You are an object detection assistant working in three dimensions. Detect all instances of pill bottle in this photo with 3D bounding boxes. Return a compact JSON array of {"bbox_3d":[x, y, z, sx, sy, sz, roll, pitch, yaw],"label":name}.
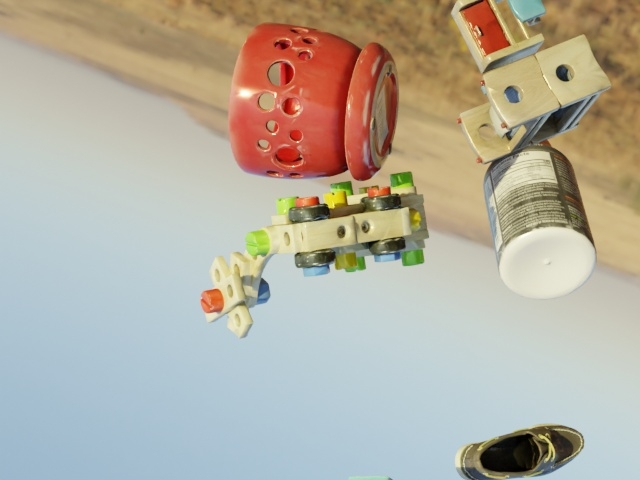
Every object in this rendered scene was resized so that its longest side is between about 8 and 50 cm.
[{"bbox_3d":[0.293,-0.045,1.793,0.130,0.130,0.245,20,-143,-17],"label":"pill bottle"}]

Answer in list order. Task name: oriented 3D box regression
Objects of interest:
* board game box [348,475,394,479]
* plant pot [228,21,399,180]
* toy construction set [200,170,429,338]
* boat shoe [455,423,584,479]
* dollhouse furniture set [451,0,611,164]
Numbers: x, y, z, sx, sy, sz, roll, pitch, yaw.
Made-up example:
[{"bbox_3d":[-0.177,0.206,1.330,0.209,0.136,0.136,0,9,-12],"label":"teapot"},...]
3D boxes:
[{"bbox_3d":[0.106,0.535,1.844,0.079,0.336,0.254,-10,144,42],"label":"board game box"},{"bbox_3d":[-0.001,-0.166,1.610,0.174,0.191,0.191,7,180,15],"label":"plant pot"},{"bbox_3d":[0.000,0.000,1.631,0.328,0.151,0.215,-26,-169,-29],"label":"toy construction set"},{"bbox_3d":[0.326,0.335,2.065,0.228,0.081,0.069,-8,172,-24],"label":"boat shoe"},{"bbox_3d":[0.204,-0.203,1.450,0.129,0.183,0.129,-23,168,-12],"label":"dollhouse furniture set"}]
